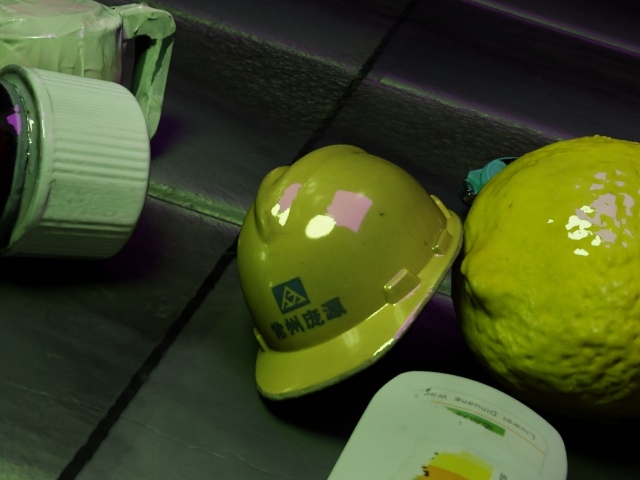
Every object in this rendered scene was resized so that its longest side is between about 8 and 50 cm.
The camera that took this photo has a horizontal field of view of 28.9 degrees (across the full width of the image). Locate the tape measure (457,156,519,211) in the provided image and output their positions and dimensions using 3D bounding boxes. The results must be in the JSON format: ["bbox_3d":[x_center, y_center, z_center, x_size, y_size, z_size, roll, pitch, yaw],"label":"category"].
[{"bbox_3d":[0.229,-0.040,1.391,0.146,0.081,0.125,4,34,-20],"label":"tape measure"}]

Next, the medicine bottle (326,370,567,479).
[{"bbox_3d":[0.072,0.210,0.853,0.161,0.111,0.296,22,31,11],"label":"medicine bottle"}]

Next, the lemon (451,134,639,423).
[{"bbox_3d":[0.255,0.036,1.097,0.310,0.253,0.253,8,28,-35],"label":"lemon"}]

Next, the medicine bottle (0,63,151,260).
[{"bbox_3d":[-0.350,-0.073,1.039,0.395,0.242,0.242,6,28,-42],"label":"medicine bottle"}]

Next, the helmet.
[{"bbox_3d":[0.000,0.000,1.057,0.140,0.205,0.257,56,33,-17],"label":"helmet"}]

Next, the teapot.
[{"bbox_3d":[-0.269,-0.160,1.278,0.163,0.178,0.221,12,24,21],"label":"teapot"}]
